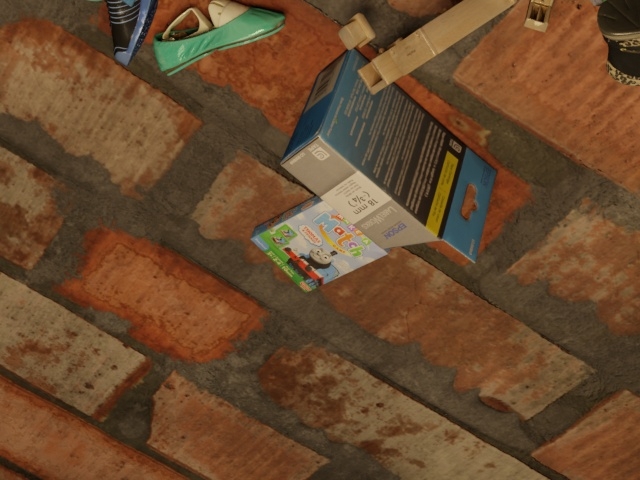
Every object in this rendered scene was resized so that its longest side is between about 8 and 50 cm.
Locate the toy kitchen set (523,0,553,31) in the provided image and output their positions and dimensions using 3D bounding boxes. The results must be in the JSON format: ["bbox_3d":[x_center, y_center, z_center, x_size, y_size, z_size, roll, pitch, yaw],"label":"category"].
[{"bbox_3d":[0.347,-0.358,1.968,0.068,0.075,0.083,17,140,2],"label":"toy kitchen set"}]

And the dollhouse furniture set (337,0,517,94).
[{"bbox_3d":[0.103,-0.440,1.981,0.356,0.173,0.303,57,154,-3],"label":"dollhouse furniture set"}]

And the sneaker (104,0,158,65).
[{"bbox_3d":[-0.314,-0.392,2.176,0.090,0.081,0.232,24,129,0],"label":"sneaker"}]

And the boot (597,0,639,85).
[{"bbox_3d":[0.520,-0.292,1.938,0.236,0.085,0.178,0,162,12],"label":"boot"}]

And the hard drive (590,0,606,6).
[{"bbox_3d":[0.491,-0.465,1.822,0.339,0.064,0.237,-15,126,30],"label":"hard drive"}]

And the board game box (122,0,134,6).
[{"bbox_3d":[-0.418,-0.477,1.951,0.302,0.086,0.308,30,-179,8],"label":"board game box"}]

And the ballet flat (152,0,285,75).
[{"bbox_3d":[-0.176,-0.342,2.172,0.247,0.083,0.087,-17,111,30],"label":"ballet flat"}]

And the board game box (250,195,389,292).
[{"bbox_3d":[0.000,0.000,2.465,0.211,0.039,0.160,-28,118,36],"label":"board game box"}]

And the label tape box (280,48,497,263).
[{"bbox_3d":[0.116,-0.117,2.165,0.333,0.241,0.106,39,133,-18],"label":"label tape box"}]
